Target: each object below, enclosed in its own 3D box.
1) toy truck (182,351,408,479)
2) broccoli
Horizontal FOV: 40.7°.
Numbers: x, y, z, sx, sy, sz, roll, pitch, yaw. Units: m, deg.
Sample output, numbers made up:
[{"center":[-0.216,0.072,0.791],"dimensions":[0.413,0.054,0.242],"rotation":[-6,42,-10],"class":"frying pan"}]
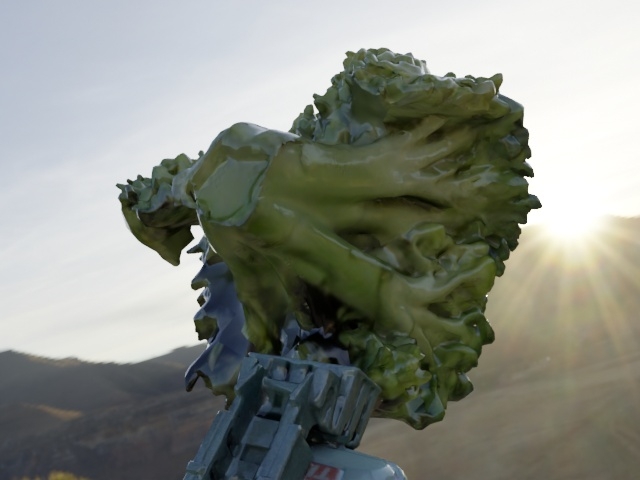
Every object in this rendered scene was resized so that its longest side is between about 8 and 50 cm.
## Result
[{"center":[-0.037,0.216,0.405],"dimensions":[0.132,0.338,0.184],"rotation":[5,-38,31],"class":"toy truck"},{"center":[0.010,-0.001,0.670],"dimensions":[0.347,0.293,0.281],"rotation":[-37,-29,20],"class":"broccoli"}]
